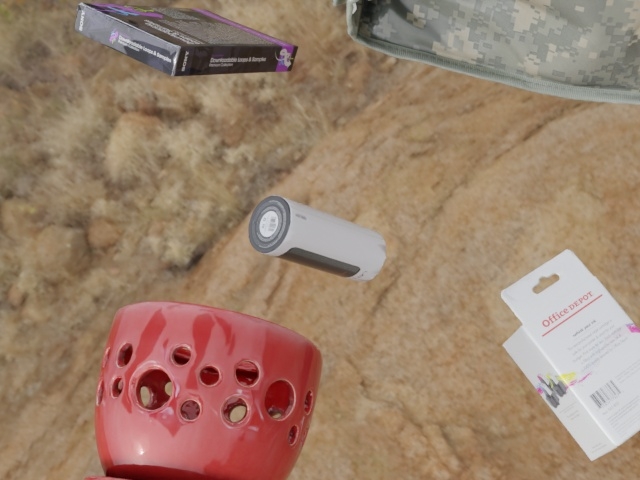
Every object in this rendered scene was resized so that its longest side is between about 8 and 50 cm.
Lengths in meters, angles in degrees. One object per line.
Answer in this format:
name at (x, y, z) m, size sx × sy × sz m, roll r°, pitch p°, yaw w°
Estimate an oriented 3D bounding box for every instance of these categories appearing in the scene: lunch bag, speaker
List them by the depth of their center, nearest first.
lunch bag at (0.161, -0.249, 0.746) m, size 0.287 × 0.169 × 0.235 m, roll 5°, pitch 54°, yaw 2°
speaker at (0.000, 0.000, 0.880) m, size 0.055 × 0.136 × 0.055 m, roll -15°, pitch 67°, yaw 40°

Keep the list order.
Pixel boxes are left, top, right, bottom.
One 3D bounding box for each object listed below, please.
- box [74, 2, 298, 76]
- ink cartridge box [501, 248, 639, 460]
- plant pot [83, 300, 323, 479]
box at (-0.112, -0.173, 0.814) m, size 0.116 × 0.162 × 0.029 m, roll 27°, pitch 112°, yaw 27°
ink cartridge box at (0.260, 0.111, 0.942) m, size 0.104 × 0.061 × 0.181 m, roll -29°, pitch 73°, yaw -22°
plant pot at (-0.104, 0.162, 0.813) m, size 0.191 × 0.191 × 0.174 m, roll -2°, pitch 67°, yaw 33°
